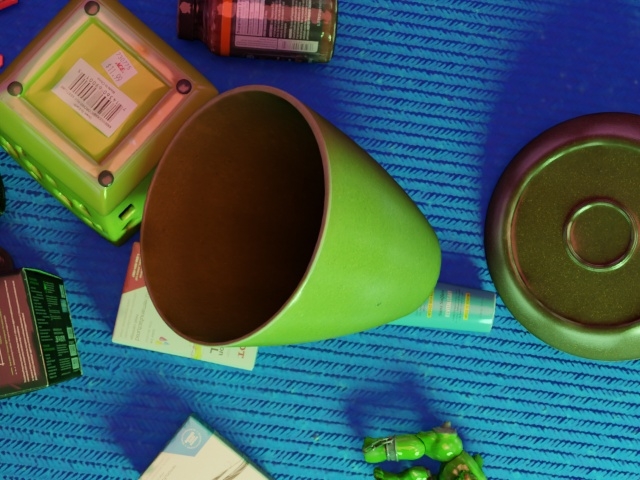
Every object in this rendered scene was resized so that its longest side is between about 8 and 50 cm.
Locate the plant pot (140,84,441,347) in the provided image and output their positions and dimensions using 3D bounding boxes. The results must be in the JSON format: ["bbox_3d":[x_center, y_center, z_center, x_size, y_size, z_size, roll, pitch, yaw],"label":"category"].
[{"bbox_3d":[0.000,0.000,1.160,0.294,0.275,0.274,16,81,-47],"label":"plant pot"}]

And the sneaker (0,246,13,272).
[{"bbox_3d":[-0.485,0.043,1.258,0.209,0.082,0.069,-9,75,-24],"label":"sneaker"}]

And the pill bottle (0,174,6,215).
[{"bbox_3d":[-0.501,-0.059,1.231,0.219,0.123,0.122,-16,86,-6],"label":"pill bottle"}]

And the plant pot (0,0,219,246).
[{"bbox_3d":[-0.254,-0.151,1.219,0.228,0.207,0.227,42,82,-1],"label":"plant pot"}]

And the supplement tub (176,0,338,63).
[{"bbox_3d":[-0.079,-0.281,1.298,0.198,0.106,0.106,4,84,-4],"label":"supplement tub"}]

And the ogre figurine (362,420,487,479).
[{"bbox_3d":[0.147,0.305,1.268,0.118,0.097,0.197,-35,72,10],"label":"ogre figurine"}]

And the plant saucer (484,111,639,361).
[{"bbox_3d":[0.345,-0.006,1.262,0.311,0.050,0.310,-1,87,25],"label":"plant saucer"}]

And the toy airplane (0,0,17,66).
[{"bbox_3d":[-0.447,-0.271,1.303,0.151,0.028,0.151,0,85,-4],"label":"toy airplane"}]

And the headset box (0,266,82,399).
[{"bbox_3d":[-0.435,0.128,1.157,0.283,0.246,0.131,-13,86,-5],"label":"headset box"}]

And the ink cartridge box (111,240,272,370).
[{"bbox_3d":[-0.154,0.081,1.271,0.175,0.072,0.127,12,83,-3],"label":"ink cartridge box"}]

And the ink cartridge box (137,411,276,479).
[{"bbox_3d":[-0.120,0.307,1.257,0.180,0.060,0.104,39,82,0],"label":"ink cartridge box"}]

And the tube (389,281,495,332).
[{"bbox_3d":[0.115,0.077,1.311,0.207,0.052,0.080,7,73,2],"label":"tube"}]
